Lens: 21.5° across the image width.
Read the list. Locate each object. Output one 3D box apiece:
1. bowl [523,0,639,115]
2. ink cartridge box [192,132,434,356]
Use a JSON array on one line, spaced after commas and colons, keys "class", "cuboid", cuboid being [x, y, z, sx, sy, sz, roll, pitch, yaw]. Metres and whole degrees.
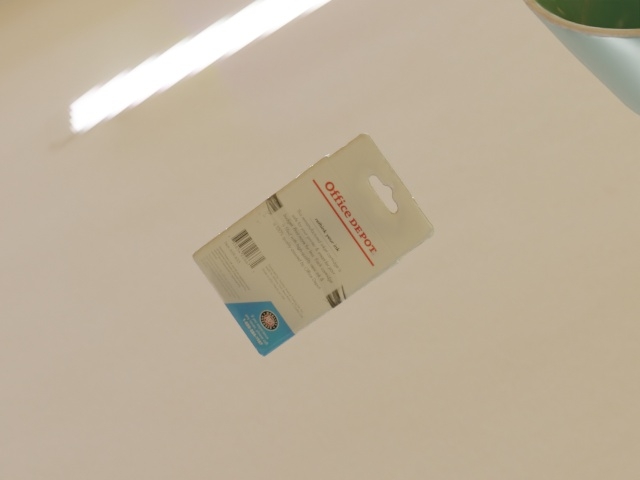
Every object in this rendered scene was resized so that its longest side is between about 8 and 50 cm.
[{"class": "bowl", "cuboid": [0.330, -0.206, 1.371, 0.311, 0.163, 0.311, -19, -143, 15]}, {"class": "ink cartridge box", "cuboid": [0.000, 0.000, 1.370, 0.180, 0.104, 0.060, -35, 178, 16]}]
